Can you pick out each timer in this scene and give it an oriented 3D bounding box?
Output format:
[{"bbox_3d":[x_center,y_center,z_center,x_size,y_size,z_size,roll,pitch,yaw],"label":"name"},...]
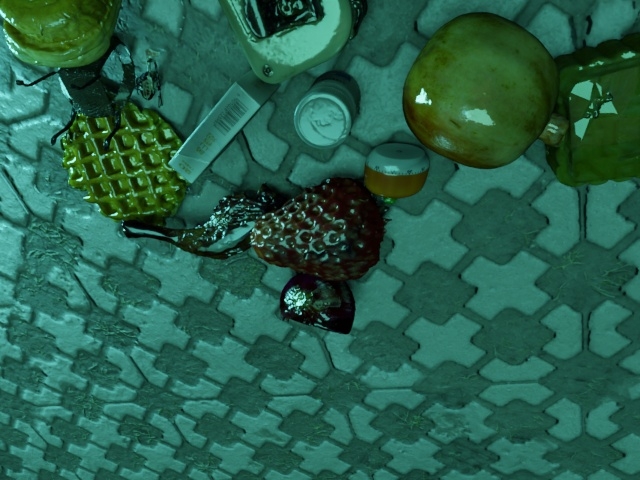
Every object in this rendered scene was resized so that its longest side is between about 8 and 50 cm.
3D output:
[{"bbox_3d":[0.153,-0.131,0.948,0.136,0.099,0.136,5,132,5],"label":"timer"}]

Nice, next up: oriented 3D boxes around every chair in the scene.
[{"bbox_3d":[-0.472,-0.311,0.927,0.175,0.213,0.149,6,145,8],"label":"chair"}]

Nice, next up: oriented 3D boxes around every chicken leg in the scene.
[{"bbox_3d":[-0.260,-0.024,1.080,0.408,0.095,0.157,-8,120,6],"label":"chicken leg"}]

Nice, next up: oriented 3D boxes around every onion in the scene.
[{"bbox_3d":[0.013,0.159,1.153,0.195,0.139,0.218,-1,164,34],"label":"onion"}]

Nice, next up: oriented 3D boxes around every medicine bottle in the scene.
[{"bbox_3d":[0.017,-0.247,0.857,0.105,0.168,0.105,5,124,8],"label":"medicine bottle"}]

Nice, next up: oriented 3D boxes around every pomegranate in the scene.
[{"bbox_3d":[0.276,-0.230,0.758,0.271,0.252,0.228,34,108,13],"label":"pomegranate"}]

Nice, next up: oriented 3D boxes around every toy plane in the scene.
[{"bbox_3d":[-0.356,-0.338,0.963,0.049,0.031,0.120,10,126,-1],"label":"toy plane"}]

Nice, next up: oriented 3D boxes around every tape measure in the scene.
[{"bbox_3d":[-0.058,-0.429,0.780,0.232,0.133,0.271,-18,114,23],"label":"tape measure"}]

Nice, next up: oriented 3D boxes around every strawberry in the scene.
[{"bbox_3d":[0.012,-0.012,0.984,0.280,0.150,0.253,15,121,-22],"label":"strawberry"}]

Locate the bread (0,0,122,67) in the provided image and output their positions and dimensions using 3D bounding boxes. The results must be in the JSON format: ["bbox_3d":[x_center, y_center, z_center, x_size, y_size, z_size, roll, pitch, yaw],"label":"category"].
[{"bbox_3d":[-0.461,-0.425,0.823,0.199,0.120,0.235,7,80,5],"label":"bread"}]

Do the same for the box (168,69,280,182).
[{"bbox_3d":[-0.191,-0.232,0.924,0.067,0.149,0.233,44,121,-13],"label":"box"}]

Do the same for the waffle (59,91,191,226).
[{"bbox_3d":[-0.454,-0.169,1.071,0.302,0.068,0.325,33,118,-12],"label":"waffle"}]

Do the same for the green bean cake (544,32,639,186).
[{"bbox_3d":[0.516,-0.218,0.793,0.233,0.124,0.236,-10,119,18],"label":"green bean cake"}]
